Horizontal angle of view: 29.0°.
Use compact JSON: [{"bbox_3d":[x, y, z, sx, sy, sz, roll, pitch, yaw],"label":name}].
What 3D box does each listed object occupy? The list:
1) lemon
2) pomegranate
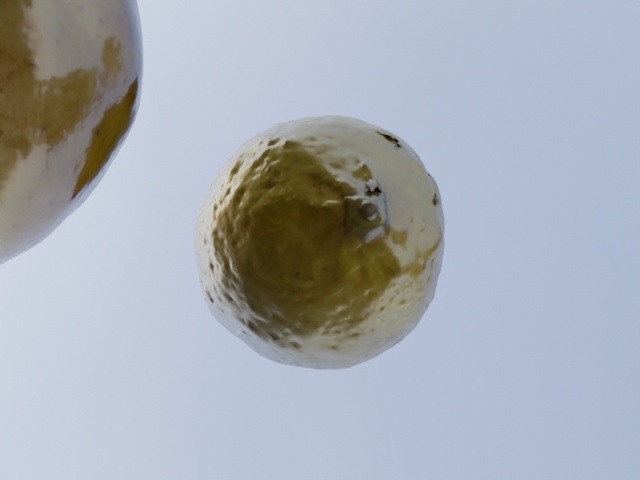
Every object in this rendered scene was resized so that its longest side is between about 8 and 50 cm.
[{"bbox_3d":[0.000,0.000,1.210,0.253,0.310,0.253,3,-104,-11],"label":"lemon"},{"bbox_3d":[-0.261,-0.119,0.869,0.307,0.307,0.307,3,-84,25],"label":"pomegranate"}]
